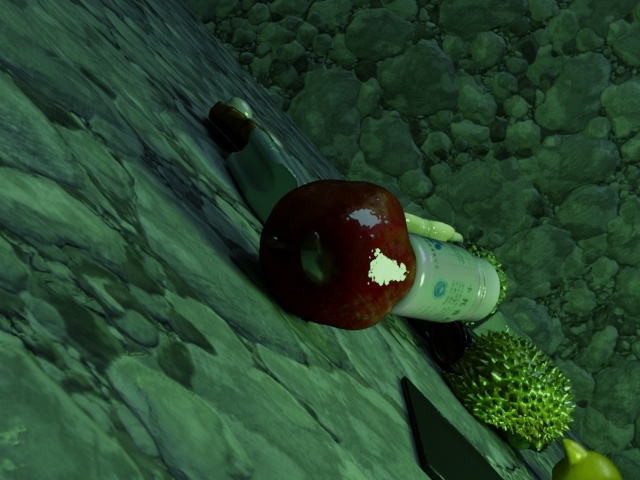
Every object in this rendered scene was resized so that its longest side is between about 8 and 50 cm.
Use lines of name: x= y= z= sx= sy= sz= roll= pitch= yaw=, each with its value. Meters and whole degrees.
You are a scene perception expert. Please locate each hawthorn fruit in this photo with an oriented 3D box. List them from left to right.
hawthorn fruit: x=0.008 y=0.015 z=1.107 sx=0.202 sy=0.185 sz=0.185 roll=9 pitch=35 yaw=-51

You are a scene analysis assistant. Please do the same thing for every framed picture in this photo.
framed picture: x=0.198 y=0.305 z=1.209 sx=0.244 sy=0.013 sz=0.324 roll=46 pitch=7 yaw=-6

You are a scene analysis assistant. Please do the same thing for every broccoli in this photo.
broccoli: x=0.278 y=0.117 z=1.993 sx=0.273 sy=0.243 sz=0.180 roll=18 pitch=51 yaw=-63

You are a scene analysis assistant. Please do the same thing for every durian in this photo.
durian: x=0.350 y=0.268 z=1.728 sx=0.237 sy=0.176 sz=0.200 roll=35 pitch=-10 yaw=-11

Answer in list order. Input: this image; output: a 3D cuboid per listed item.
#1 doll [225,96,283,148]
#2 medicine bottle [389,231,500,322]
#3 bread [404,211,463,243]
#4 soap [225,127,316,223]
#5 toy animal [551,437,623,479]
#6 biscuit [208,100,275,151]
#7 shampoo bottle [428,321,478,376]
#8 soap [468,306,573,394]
doll: x=-0.151 y=-0.236 z=1.978 sx=0.160 sy=0.059 sz=0.161 roll=51 pitch=9 yaw=23
medicine bottle: x=0.205 y=0.073 z=1.740 sx=0.255 sy=0.152 sz=0.152 roll=13 pitch=29 yaw=-43
bread: x=0.146 y=-0.021 z=2.018 sx=0.316 sy=0.054 sz=0.316 roll=11 pitch=-8 yaw=1
soap: x=-0.053 y=-0.067 z=1.483 sx=0.145 sy=0.091 sz=0.230 roll=39 pitch=10 yaw=-31
toy animal: x=0.483 y=0.447 z=1.619 sx=0.156 sy=0.156 sz=0.229 roll=43 pitch=11 yaw=-32
biscuit: x=-0.112 y=-0.167 z=1.715 sx=0.301 sy=0.043 sz=0.278 roll=43 pitch=-5 yaw=33
shampoo bottle: x=0.336 y=0.271 z=1.931 sx=0.323 sy=0.084 sz=0.129 roll=41 pitch=25 yaw=-40
soap: x=0.400 y=0.249 z=2.197 sx=0.302 sy=0.159 sz=0.258 roll=46 pitch=5 yaw=-21
